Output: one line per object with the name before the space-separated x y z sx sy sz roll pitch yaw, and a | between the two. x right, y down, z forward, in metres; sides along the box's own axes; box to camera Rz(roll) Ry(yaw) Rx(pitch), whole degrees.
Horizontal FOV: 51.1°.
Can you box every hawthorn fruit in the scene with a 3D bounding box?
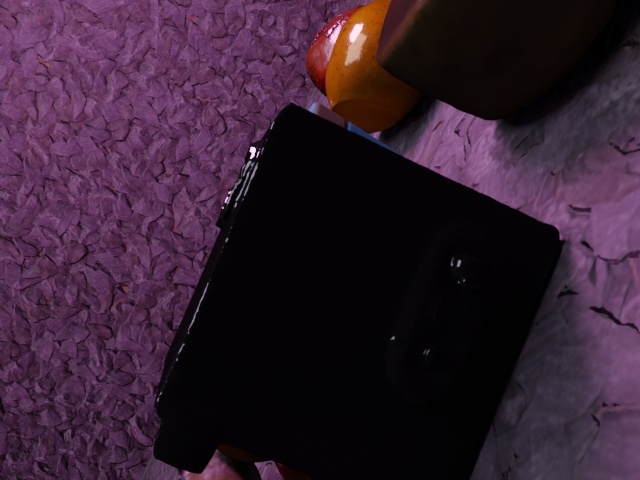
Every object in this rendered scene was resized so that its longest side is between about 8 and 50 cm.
hawthorn fruit | 0.076 -0.368 1.267 0.235 0.181 0.181 -59 13 30

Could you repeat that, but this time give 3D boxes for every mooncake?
mooncake | 0.174 -0.255 0.619 0.284 0.155 0.285 -157 90 -81

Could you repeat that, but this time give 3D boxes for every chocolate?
chocolate | -0.107 0.322 0.839 0.083 0.161 0.261 -31 8 -13

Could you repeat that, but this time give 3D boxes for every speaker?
speaker | 0.011 0.062 0.531 0.254 0.232 0.184 -66 10 -3

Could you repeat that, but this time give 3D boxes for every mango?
mango | 0.092 -0.269 1.063 0.290 0.159 0.191 119 165 -77

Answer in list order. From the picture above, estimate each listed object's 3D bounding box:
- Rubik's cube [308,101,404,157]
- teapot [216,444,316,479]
Rubik's cube | 0.000 0.000 0.754 0.265 0.224 0.213 -52 18 31
teapot | -0.050 0.215 0.830 0.178 0.135 0.252 -36 33 2
